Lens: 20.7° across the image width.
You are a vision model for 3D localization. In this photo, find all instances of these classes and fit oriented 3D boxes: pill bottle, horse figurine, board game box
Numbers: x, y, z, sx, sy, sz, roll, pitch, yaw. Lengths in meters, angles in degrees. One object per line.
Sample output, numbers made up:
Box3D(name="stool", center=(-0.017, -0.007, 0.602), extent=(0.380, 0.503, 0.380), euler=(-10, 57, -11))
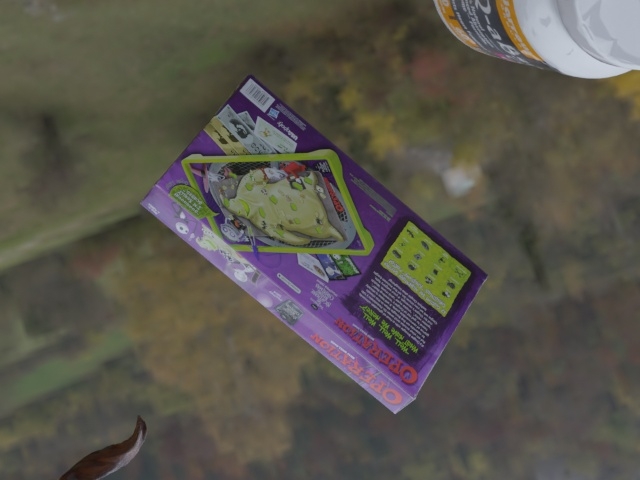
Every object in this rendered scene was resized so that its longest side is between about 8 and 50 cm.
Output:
Box3D(name="pill bottle", center=(0.211, -0.223, 1.484), extent=(0.162, 0.162, 0.278), euler=(-17, -164, -14))
Box3D(name="horse figurine", center=(-0.236, 0.256, 1.496), extent=(0.174, 0.066, 0.263), euler=(-8, -153, 34))
Box3D(name="board game box", center=(0.000, 0.000, 1.860), extent=(0.056, 0.347, 0.208), euler=(-45, -174, 45))
